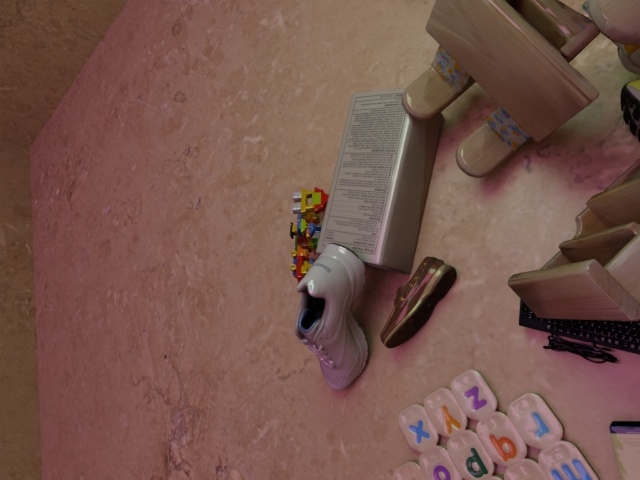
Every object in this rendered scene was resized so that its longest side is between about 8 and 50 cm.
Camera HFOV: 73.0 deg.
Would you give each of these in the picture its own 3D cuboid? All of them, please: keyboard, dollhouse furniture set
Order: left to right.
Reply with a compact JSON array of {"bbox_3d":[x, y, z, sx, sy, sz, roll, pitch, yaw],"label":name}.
[{"bbox_3d":[0.254,-0.137,0.517,0.256,0.362,0.394,-41,83,-7],"label":"dollhouse furniture set"},{"bbox_3d":[0.363,0.122,0.574,0.192,0.038,0.100,9,116,40],"label":"keyboard"}]

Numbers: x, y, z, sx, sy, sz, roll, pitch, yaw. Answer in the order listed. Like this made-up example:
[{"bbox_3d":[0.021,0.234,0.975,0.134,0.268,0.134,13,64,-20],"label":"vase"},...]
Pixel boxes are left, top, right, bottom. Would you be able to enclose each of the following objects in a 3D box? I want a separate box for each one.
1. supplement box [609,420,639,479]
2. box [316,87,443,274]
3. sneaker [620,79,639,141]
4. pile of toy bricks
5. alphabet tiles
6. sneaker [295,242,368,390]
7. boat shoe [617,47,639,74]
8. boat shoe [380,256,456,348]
[{"bbox_3d":[0.406,0.265,0.518,0.083,0.056,0.083,-16,69,34],"label":"supplement box"},{"bbox_3d":[0.111,-0.105,0.798,0.148,0.121,0.311,11,86,39],"label":"box"},{"bbox_3d":[0.489,-0.150,0.551,0.094,0.081,0.208,-44,61,11],"label":"sneaker"},{"bbox_3d":[0.000,0.000,0.888,0.105,0.118,0.212,-5,56,9],"label":"pile of toy bricks"},{"bbox_3d":[0.245,0.355,0.645,0.284,0.021,0.278,-43,56,22],"label":"alphabet tiles"},{"bbox_3d":[0.007,0.153,0.755,0.111,0.129,0.297,15,124,35],"label":"sneaker"},{"bbox_3d":[0.535,-0.356,0.541,0.340,0.127,0.113,-43,27,31],"label":"boat shoe"},{"bbox_3d":[0.160,0.106,0.750,0.178,0.064,0.060,-55,47,6],"label":"boat shoe"}]
